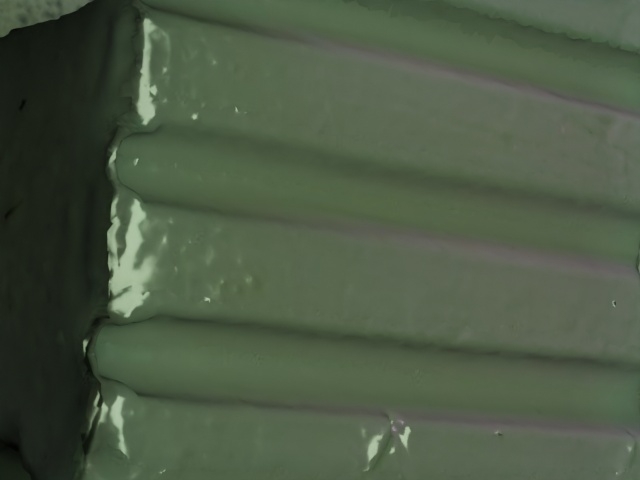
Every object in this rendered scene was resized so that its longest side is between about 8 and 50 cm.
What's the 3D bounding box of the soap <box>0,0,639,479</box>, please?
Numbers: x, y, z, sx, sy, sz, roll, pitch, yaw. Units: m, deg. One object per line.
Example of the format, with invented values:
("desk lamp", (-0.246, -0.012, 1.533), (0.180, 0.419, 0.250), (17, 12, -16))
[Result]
("soap", (0.000, 0.000, 1.062), (0.435, 0.213, 0.350), (5, 86, -37))
